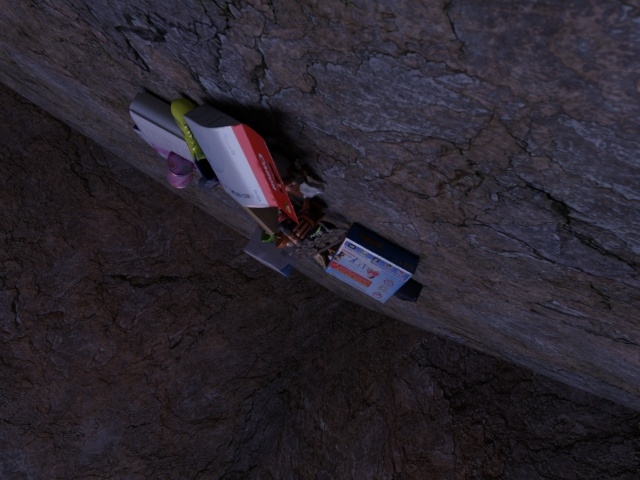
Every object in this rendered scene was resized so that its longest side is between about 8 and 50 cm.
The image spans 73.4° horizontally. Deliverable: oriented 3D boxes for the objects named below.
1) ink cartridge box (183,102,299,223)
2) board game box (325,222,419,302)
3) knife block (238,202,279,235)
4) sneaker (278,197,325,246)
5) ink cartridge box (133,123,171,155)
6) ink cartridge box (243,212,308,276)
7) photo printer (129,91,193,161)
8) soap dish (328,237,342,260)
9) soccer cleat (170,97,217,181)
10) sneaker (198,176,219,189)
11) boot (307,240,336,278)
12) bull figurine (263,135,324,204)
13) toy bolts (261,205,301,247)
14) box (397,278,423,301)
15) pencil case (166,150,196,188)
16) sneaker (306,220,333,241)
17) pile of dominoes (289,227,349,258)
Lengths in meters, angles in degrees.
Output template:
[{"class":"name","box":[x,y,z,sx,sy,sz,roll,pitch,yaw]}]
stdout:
[{"class":"ink cartridge box","box":[-0.237,-0.214,1.284,0.385,0.091,0.308,39,158,44]},{"class":"board game box","box":[0.207,0.105,1.814,0.308,0.086,0.302,29,146,0]},{"class":"knife block","box":[-0.296,-0.160,1.785,0.241,0.276,0.088,0,174,-10]},{"class":"sneaker","box":[-0.065,-0.077,1.751,0.124,0.180,0.321,42,179,-15]},{"class":"ink cartridge box","box":[-0.643,-0.400,1.985,0.323,0.072,0.330,24,167,22]},{"class":"ink cartridge box","box":[-0.213,0.005,2.212,0.197,0.270,0.198,24,168,30]},{"class":"photo printer","box":[-0.526,-0.396,1.599,0.307,0.107,0.256,29,168,-3]},{"class":"soap dish","box":[0.170,0.105,2.114,0.228,0.118,0.291,25,168,17]},{"class":"soccer cleat","box":[-0.402,-0.326,1.414,0.121,0.093,0.289,-99,-8,-51]},{"class":"sneaker","box":[-0.473,-0.279,1.877,0.223,0.083,0.098,-13,176,31]},{"class":"boot","box":[0.009,0.092,2.391,0.262,0.095,0.203,53,164,-12]},{"class":"bull figurine","box":[-0.121,-0.227,1.381,0.310,0.101,0.188,30,166,-8]},{"class":"toy bolts","box":[-0.154,-0.095,2.002,0.158,0.219,0.228,19,141,-25]},{"class":"box","box":[0.404,0.232,2.170,0.155,0.093,0.158,31,170,-11]},{"class":"pencil case","box":[-0.600,-0.303,1.847,0.124,0.124,0.284,32,165,-15]},{"class":"sneaker","box":[-0.013,-0.032,2.001,0.084,0.097,0.234,34,168,-27]},{"class":"pile of dominoes","box":[0.000,0.000,1.797,0.040,0.251,0.196,65,-163,18]}]
